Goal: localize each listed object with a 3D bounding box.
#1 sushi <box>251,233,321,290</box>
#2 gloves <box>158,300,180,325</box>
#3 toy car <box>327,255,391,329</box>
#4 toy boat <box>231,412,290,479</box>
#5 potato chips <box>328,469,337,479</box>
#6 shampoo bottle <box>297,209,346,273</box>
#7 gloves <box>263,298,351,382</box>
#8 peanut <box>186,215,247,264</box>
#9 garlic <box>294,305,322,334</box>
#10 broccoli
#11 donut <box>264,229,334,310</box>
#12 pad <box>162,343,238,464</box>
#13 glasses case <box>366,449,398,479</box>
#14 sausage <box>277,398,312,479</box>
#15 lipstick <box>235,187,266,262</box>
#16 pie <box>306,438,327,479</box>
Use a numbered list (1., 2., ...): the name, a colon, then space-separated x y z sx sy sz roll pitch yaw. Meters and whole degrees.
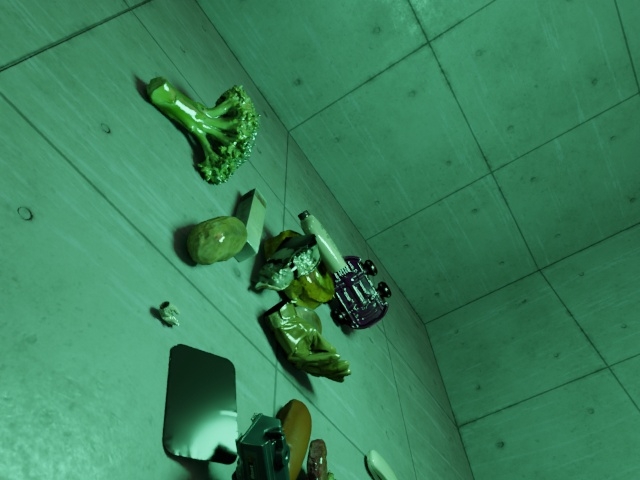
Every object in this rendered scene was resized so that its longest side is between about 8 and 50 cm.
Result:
1. sushi: -0.108 0.101 1.604 0.273 0.134 0.109 -53 124 -38
2. gloves: -0.335 0.159 1.081 0.044 0.037 0.080 -44 126 -38
3. toy car: 0.150 0.229 2.173 0.340 0.271 0.240 60 -3 0
4. toy boat: -0.117 0.502 0.968 0.114 0.122 0.295 -30 117 -70
5. potato chips: 0.028 0.711 1.258 0.207 0.028 0.092 -88 155 -49
6. shampoo bottle: 0.000 0.000 1.815 0.256 0.078 0.127 58 10 -4
7. gloves: -0.046 0.333 1.522 0.331 0.141 0.154 50 -10 -4
8. peanut: -0.292 0.000 1.359 0.129 0.129 0.224 61 24 2
9. garlic: -0.057 0.281 1.685 0.195 0.087 0.101 51 31 -42
10. broccoli: -0.386 -0.439 1.699 0.397 0.275 0.353 43 20 -14
11. donut: -0.068 0.109 1.811 0.330 0.160 0.330 47 25 -31
12. pad: -0.204 0.384 1.071 0.323 0.055 0.250 48 20 -39
13. glasses case: 0.220 0.810 1.677 0.204 0.051 0.081 57 15 -15
14. sausage: -0.080 0.497 1.194 0.097 0.094 0.348 61 14 -3
15. lipstick: -0.250 -0.063 1.689 0.079 0.076 0.371 55 16 -26
16. pie: -0.007 0.590 1.206 0.182 0.050 0.182 1 90 -86
